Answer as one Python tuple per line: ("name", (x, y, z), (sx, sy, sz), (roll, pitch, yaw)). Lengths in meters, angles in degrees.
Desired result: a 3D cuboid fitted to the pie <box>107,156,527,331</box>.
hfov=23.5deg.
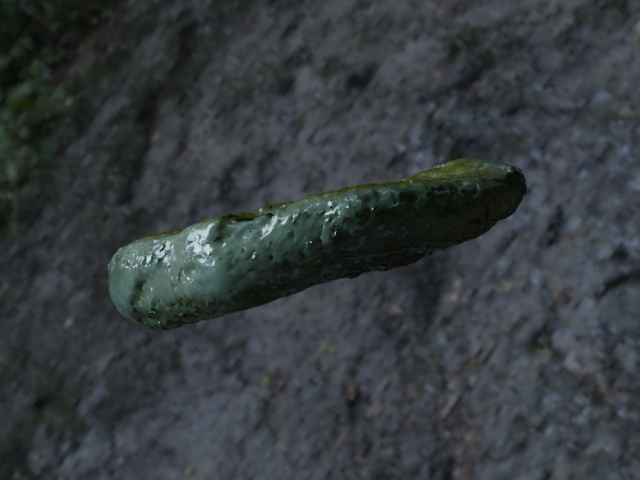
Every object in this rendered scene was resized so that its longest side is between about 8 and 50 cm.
("pie", (0.000, 0.000, 0.659), (0.187, 0.041, 0.187), (-14, 0, 0))
